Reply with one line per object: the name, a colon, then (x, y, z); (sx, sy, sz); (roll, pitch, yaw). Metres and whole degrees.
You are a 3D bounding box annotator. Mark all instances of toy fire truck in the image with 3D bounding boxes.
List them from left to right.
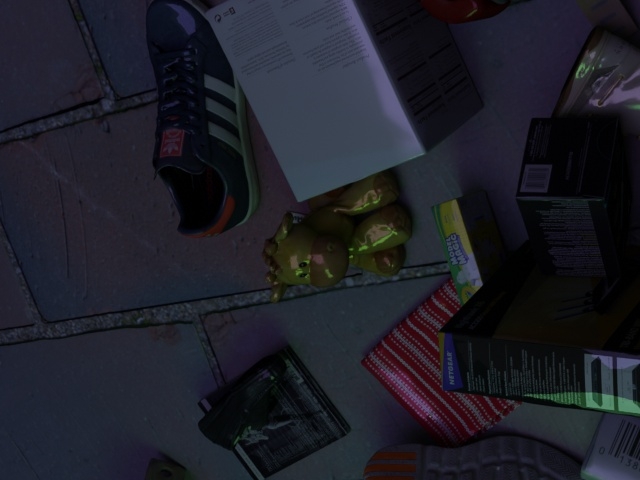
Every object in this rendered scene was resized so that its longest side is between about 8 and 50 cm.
toy fire truck: (0.234, -0.310, 1.450); (0.217, 0.158, 0.246); (-34, 82, 36)

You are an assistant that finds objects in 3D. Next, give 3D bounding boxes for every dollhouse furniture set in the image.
dollhouse furniture set: (-0.228, 0.477, 2.106); (0.184, 0.129, 0.129); (20, 124, -8)

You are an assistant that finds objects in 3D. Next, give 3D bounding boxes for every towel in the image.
towel: (0.199, 0.168, 1.751); (0.199, 0.031, 0.275); (47, 127, 4)

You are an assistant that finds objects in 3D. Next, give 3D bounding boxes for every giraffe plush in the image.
giraffe plush: (0.000, 0.000, 1.699); (0.210, 0.170, 0.181); (-9, 108, 33)

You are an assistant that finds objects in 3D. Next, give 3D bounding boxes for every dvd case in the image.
dvd case: (-0.076, 0.276, 1.969); (0.221, 0.018, 0.164); (-35, 93, 36)

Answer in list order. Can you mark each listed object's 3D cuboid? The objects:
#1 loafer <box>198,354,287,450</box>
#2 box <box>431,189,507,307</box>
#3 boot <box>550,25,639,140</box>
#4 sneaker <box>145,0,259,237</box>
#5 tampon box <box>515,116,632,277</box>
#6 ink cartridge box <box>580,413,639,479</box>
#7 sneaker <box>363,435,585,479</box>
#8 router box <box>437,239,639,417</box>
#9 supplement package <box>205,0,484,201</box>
loafer: (-0.107, 0.250, 1.921); (0.078, 0.076, 0.223); (42, 131, 0)
box: (0.204, 0.030, 1.614); (0.043, 0.105, 0.179); (-19, 88, 30)
boot: (0.359, -0.138, 1.484); (0.165, 0.077, 0.213); (23, 137, 6)
sneaker: (-0.184, -0.167, 1.742); (0.131, 0.148, 0.350); (-6, 109, 32)
tampon box: (0.299, -0.049, 1.462); (0.101, 0.120, 0.161); (2, 147, 23)
ink cartridge box: (0.469, 0.304, 1.497); (0.308, 0.385, 0.091); (22, 85, 15)
sneaker: (0.228, 0.377, 1.792); (0.321, 0.124, 0.180); (2, 135, 16)
router box: (0.309, 0.093, 1.477); (0.243, 0.309, 0.081); (4, 112, 28)
supplement package: (0.035, -0.223, 1.557); (0.199, 0.198, 0.262); (-20, 101, 35)
